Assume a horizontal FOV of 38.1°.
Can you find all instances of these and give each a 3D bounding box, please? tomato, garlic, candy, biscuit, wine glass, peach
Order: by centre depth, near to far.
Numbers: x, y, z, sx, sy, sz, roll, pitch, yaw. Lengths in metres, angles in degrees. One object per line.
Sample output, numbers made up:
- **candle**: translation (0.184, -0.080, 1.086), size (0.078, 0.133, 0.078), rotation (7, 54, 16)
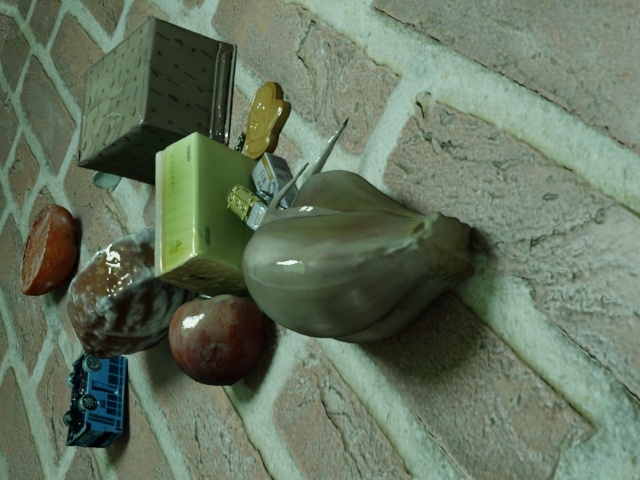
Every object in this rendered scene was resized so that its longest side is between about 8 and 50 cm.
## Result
- **garlic**: translation (0.000, 0.000, 1.191), size (0.340, 0.231, 0.245), rotation (49, 121, 45)
- **peach**: translation (-0.158, 0.158, 1.459), size (0.152, 0.152, 0.152), rotation (-26, 56, 49)
- **biscuit**: translation (-0.093, -0.211, 1.592), size (0.118, 0.023, 0.140), rotation (-24, 58, 50)
- **candy**: translation (-0.329, 0.106, 1.626), size (0.157, 0.214, 0.289), rotation (64, 147, 26)
- **wine glass**: translation (-0.505, -0.193, 2.149), size (0.073, 0.073, 0.155), rotation (-50, 44, 33)
- **tomato**: translation (-0.654, 0.025, 2.257), size (0.237, 0.095, 0.236), rotation (-32, 51, 51)

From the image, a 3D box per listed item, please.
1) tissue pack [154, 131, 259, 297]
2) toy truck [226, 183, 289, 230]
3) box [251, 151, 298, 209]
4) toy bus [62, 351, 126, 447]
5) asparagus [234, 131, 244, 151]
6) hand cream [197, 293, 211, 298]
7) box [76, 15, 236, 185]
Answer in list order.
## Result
- **tissue pack**: translation (-0.180, -0.036, 1.517), size (0.125, 0.159, 0.234), rotation (-25, 57, 36)
- **toy truck**: translation (-0.097, -0.045, 1.423), size (0.123, 0.063, 0.052), rotation (39, 109, 54)
- **box**: translation (-0.058, -0.051, 1.462), size (0.055, 0.040, 0.218), rotation (-52, 40, 29)
- **toy bus**: translation (-0.437, 0.312, 1.813), size (0.090, 0.106, 0.184), rotation (-39, 42, 36)
- **asparagus**: translation (-0.162, -0.116, 1.664), size (0.013, 0.016, 0.166), rotation (-75, 0, -89)
- **hand cream**: translation (-0.185, 0.099, 1.584), size (0.078, 0.050, 0.204), rotation (-19, 58, 41)
- **box**: translation (-0.325, -0.260, 1.804), size (0.297, 0.190, 0.225), rotation (-20, 63, 52)
